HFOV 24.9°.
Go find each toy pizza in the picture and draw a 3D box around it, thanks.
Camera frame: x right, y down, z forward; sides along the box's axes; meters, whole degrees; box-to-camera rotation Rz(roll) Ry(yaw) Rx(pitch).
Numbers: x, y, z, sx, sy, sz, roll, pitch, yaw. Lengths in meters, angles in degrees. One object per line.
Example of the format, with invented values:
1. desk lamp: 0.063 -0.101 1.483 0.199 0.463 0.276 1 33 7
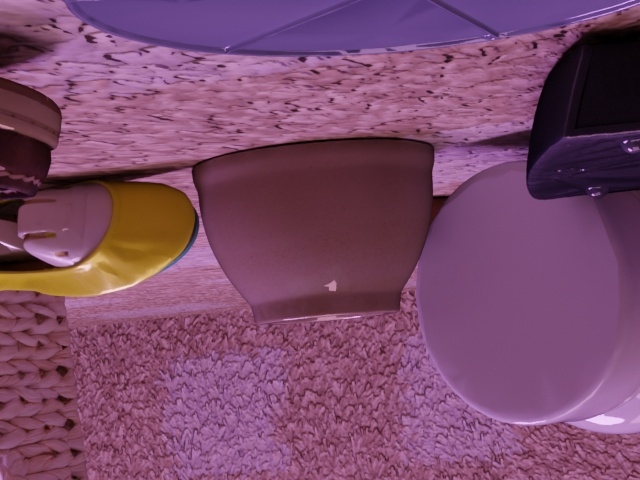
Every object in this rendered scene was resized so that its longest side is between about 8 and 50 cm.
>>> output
1. toy pizza: 0.022 -0.089 0.419 0.201 0.032 0.201 -4 176 0

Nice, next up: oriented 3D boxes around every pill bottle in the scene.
1. pill bottle: 0.249 0.033 1.052 0.204 0.204 0.361 -10 172 44

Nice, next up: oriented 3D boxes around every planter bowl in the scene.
1. planter bowl: 0.000 0.000 0.959 0.162 0.109 0.162 -5 174 -1

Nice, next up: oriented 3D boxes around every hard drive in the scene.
1. hard drive: 0.192 -0.063 0.757 0.172 0.054 0.255 -5 175 5

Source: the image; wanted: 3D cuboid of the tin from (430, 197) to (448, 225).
1. tin: 0.045 -0.011 1.299 0.190 0.040 0.106 -6 179 10

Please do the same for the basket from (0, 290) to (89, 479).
1. basket: -0.433 0.150 1.313 0.331 0.266 0.328 -9 174 27

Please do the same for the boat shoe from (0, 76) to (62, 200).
1. boat shoe: -0.271 0.000 0.585 0.342 0.123 0.123 -5 175 0

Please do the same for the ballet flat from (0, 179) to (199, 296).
1. ballet flat: -0.191 -0.002 0.977 0.231 0.077 0.077 -7 159 35
